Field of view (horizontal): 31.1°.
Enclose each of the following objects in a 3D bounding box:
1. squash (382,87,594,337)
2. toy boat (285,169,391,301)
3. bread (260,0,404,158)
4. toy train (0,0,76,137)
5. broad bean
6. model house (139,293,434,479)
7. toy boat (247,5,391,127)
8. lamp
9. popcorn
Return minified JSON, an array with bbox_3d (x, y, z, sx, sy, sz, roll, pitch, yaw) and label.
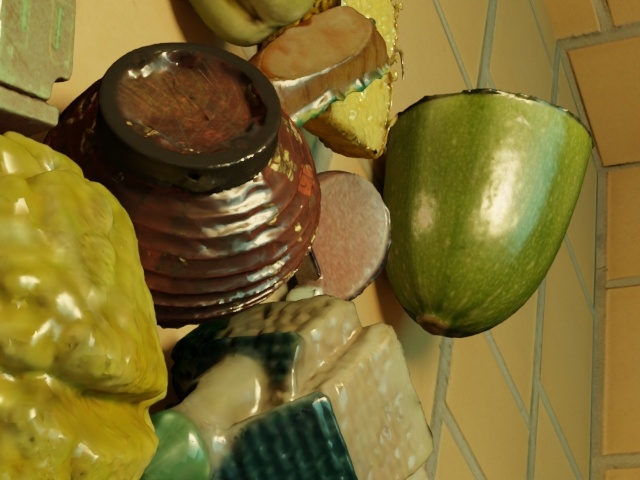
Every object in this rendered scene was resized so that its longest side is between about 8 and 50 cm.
[{"bbox_3d":[0.230,-0.009,1.623,0.310,0.310,0.308,46,43,-54],"label":"squash"},{"bbox_3d":[0.000,0.000,1.385,0.227,0.085,0.155,-38,109,-51],"label":"toy boat"},{"bbox_3d":[0.007,-0.224,1.382,0.160,0.147,0.260,16,74,-56],"label":"bread"},{"bbox_3d":[-0.273,-0.197,0.730,0.304,0.150,0.221,21,70,-66],"label":"toy train"},{"bbox_3d":[-0.081,-0.318,1.244,0.189,0.121,0.263,38,29,-25],"label":"broad bean"},{"bbox_3d":[-0.057,0.235,0.968,0.284,0.243,0.298,-40,115,-54],"label":"model house"},{"bbox_3d":[-0.037,-0.154,1.179,0.293,0.108,0.099,-41,157,-29],"label":"toy boat"},{"bbox_3d":[-0.115,-0.035,0.937,0.247,0.247,0.246,-9,90,-67],"label":"lamp"},{"bbox_3d":[-0.203,0.070,0.695,0.258,0.224,0.270,-64,133,-64],"label":"popcorn"}]
